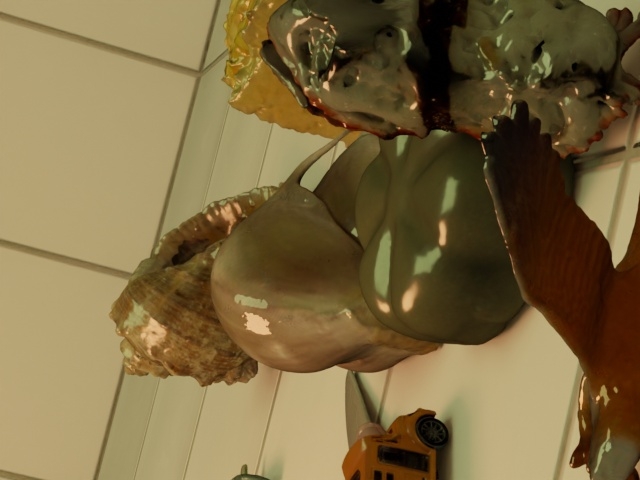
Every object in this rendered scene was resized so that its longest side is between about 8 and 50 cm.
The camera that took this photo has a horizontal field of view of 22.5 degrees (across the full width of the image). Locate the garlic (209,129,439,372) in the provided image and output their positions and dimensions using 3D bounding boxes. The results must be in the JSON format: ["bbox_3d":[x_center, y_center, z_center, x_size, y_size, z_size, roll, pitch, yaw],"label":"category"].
[{"bbox_3d":[0.000,0.000,1.738,0.246,0.232,0.340,118,156,-51],"label":"garlic"}]

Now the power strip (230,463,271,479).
[{"bbox_3d":[-0.114,0.410,2.105,0.167,0.054,0.253,136,146,-63],"label":"power strip"}]

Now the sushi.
[{"bbox_3d":[0.108,-0.149,1.339,0.130,0.332,0.124,90,-171,-56],"label":"sushi"}]

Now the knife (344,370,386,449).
[{"bbox_3d":[0.051,0.216,1.733,0.336,0.043,0.081,-110,31,-78],"label":"knife"}]

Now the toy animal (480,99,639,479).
[{"bbox_3d":[0.213,0.017,1.093,0.284,0.225,0.302,-61,-17,-59],"label":"toy animal"}]

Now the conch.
[{"bbox_3d":[-0.142,0.072,2.314,0.210,0.352,0.297,63,177,-31],"label":"conch"}]

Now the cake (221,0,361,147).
[{"bbox_3d":[-0.002,-0.305,2.079,0.286,0.227,0.222,-90,20,-48],"label":"cake"}]

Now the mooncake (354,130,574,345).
[{"bbox_3d":[0.124,-0.033,1.484,0.275,0.135,0.275,-167,90,-73],"label":"mooncake"}]

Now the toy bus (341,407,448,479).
[{"bbox_3d":[0.066,0.245,1.490,0.083,0.088,0.194,119,161,-46],"label":"toy bus"}]
